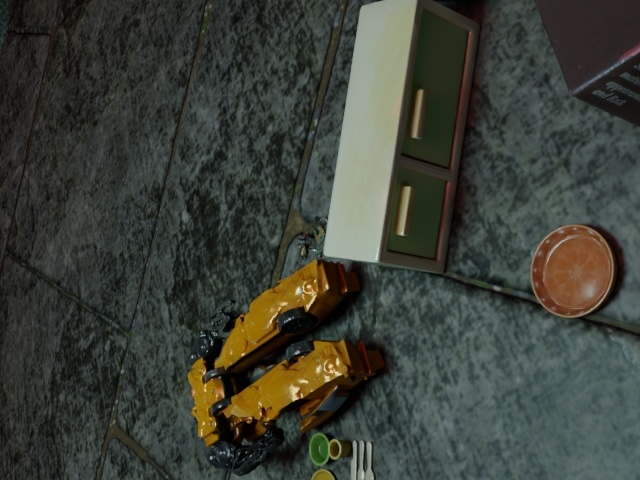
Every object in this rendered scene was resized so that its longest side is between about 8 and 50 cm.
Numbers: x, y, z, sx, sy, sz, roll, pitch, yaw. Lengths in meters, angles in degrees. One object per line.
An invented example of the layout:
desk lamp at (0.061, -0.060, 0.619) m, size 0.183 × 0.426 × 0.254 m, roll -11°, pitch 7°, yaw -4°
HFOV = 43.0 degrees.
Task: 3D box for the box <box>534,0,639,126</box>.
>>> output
box at (0.242, -0.277, 0.639) m, size 0.143 × 0.191 × 0.381 m, roll -36°, pitch 55°, yaw 40°

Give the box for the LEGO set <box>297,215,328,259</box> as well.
LEGO set at (0.000, -0.002, 0.997) m, size 0.083 × 0.023 × 0.054 m, roll -6°, pitch 75°, yaw 62°

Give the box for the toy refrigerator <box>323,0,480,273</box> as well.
toy refrigerator at (0.088, -0.106, 0.849) m, size 0.094 × 0.102 × 0.269 m, roll 7°, pitch 86°, yaw 50°

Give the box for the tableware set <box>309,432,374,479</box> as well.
tableware set at (0.016, 0.295, 0.906) m, size 0.104 × 0.024 × 0.154 m, roll -10°, pitch 75°, yaw 49°

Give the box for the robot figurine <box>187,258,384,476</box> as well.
robot figurine at (-0.059, 0.156, 0.978) m, size 0.291 × 0.085 × 0.211 m, roll -39°, pitch 54°, yaw 37°

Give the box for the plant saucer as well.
plant saucer at (0.226, 0.028, 0.725) m, size 0.083 × 0.013 × 0.083 m, roll -13°, pitch 73°, yaw 48°
